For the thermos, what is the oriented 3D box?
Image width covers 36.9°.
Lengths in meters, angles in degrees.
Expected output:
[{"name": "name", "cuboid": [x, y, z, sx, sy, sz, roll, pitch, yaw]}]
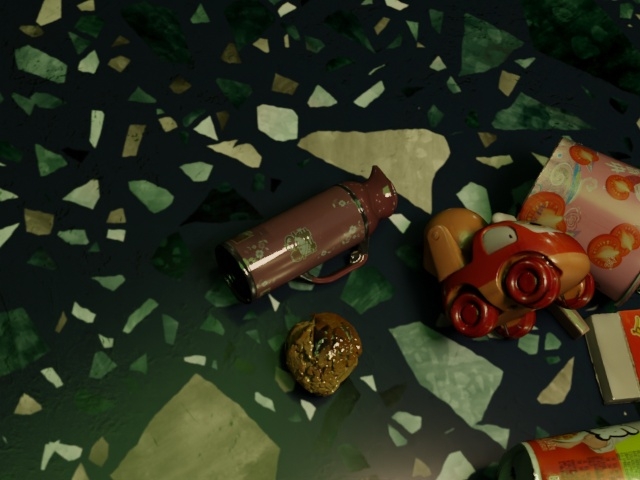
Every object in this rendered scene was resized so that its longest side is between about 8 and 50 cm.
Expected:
[{"name": "thermos", "cuboid": [0.000, -0.006, 1.600, 0.330, 0.109, 0.136, -29, 74, -23]}]

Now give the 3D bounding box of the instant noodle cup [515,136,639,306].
[{"name": "instant noodle cup", "cuboid": [0.474, -0.045, 1.663, 0.231, 0.243, 0.243, 30, 62, 10]}]

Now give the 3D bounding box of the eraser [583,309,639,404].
[{"name": "eraser", "cuboid": [0.583, 0.198, 1.673, 0.230, 0.038, 0.157, -3, 66, -15]}]

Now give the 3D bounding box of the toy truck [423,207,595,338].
[{"name": "toy truck", "cuboid": [0.294, 0.030, 1.577, 0.189, 0.265, 0.239, 7, 58, -50]}]

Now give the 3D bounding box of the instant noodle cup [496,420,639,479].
[{"name": "instant noodle cup", "cuboid": [0.445, 0.397, 1.438, 0.308, 0.294, 0.294, -4, 66, -7]}]

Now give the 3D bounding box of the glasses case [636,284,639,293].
[{"name": "glasses case", "cuboid": [0.655, -0.014, 1.776, 0.095, 0.062, 0.272, 24, 63, -7]}]

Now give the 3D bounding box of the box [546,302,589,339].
[{"name": "box", "cuboid": [0.419, 0.119, 1.668, 0.025, 0.048, 0.115, -35, 76, -17]}]

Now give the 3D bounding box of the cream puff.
[{"name": "cream puff", "cuboid": [0.003, 0.178, 1.521, 0.119, 0.104, 0.133, 21, 63, -9]}]
